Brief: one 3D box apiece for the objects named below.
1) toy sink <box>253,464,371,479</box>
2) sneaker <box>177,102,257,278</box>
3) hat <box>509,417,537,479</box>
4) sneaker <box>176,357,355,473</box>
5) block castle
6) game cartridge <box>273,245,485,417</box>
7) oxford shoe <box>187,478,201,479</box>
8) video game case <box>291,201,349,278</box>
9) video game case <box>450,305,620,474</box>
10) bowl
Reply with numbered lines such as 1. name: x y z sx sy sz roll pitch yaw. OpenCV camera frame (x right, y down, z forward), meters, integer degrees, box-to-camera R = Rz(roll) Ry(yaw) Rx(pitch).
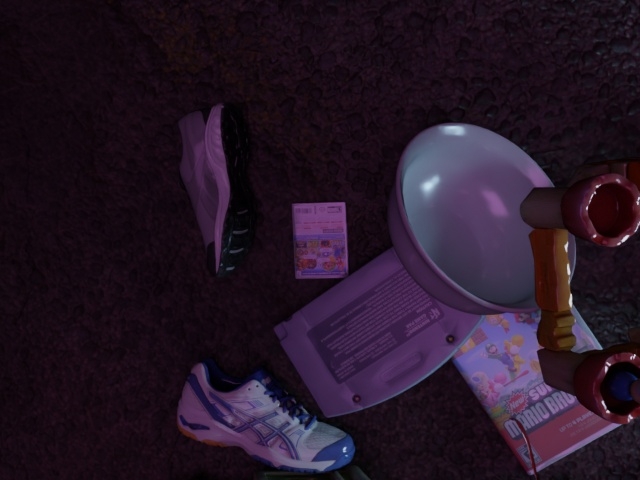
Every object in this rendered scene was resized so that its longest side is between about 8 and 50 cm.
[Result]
1. toy sink: 0.017 0.427 1.309 0.234 0.153 0.131 2 88 -9
2. sneaker: -0.168 -0.076 1.331 0.108 0.100 0.271 -2 94 24
3. hat: 0.369 0.401 1.326 0.173 0.183 0.208 -3 139 -17
4. sneaker: -0.084 0.274 1.347 0.296 0.112 0.131 13 99 7
5. block castle: 0.500 0.038 1.080 0.453 0.213 0.303 -8 96 -19
6. game cartridge: 0.094 0.138 1.312 0.294 0.060 0.196 -34 76 12
7. oxford shoe: -0.231 0.447 1.414 0.271 0.097 0.098 -1 80 3
8. video game case: 0.000 0.000 1.347 0.087 0.011 0.122 -1 97 9
9. video game case: 0.331 0.196 1.312 0.204 0.025 0.285 -34 91 12
10. bowl: 0.206 -0.010 1.213 0.298 0.298 0.134 46 141 1
